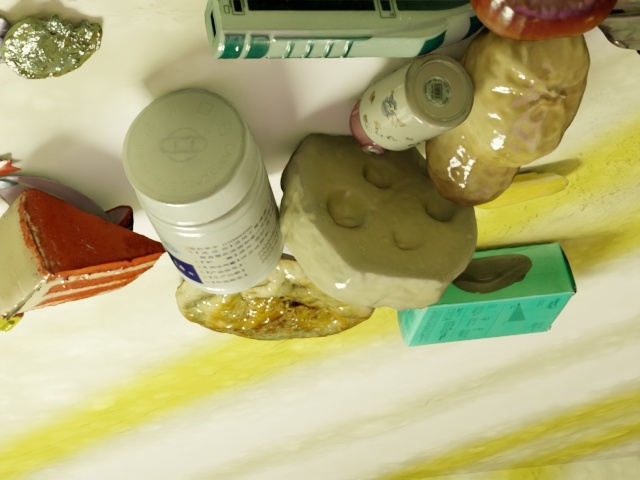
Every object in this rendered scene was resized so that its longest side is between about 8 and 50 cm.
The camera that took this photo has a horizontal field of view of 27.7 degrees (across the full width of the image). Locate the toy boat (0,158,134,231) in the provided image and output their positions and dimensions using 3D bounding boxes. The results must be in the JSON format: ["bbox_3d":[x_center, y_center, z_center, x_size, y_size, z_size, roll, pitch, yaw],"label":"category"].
[{"bbox_3d":[-0.408,-0.045,2.054,0.219,0.072,0.318,-7,144,-2],"label":"toy boat"}]

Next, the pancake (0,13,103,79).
[{"bbox_3d":[-0.348,-0.248,1.676,0.129,0.022,0.116,7,142,-42],"label":"pancake"}]

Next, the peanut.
[{"bbox_3d":[0.264,-0.183,1.873,0.169,0.192,0.387,-16,157,-26],"label":"peanut"}]

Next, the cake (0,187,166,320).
[{"bbox_3d":[-0.397,0.010,2.036,0.158,0.159,0.262,-39,164,34],"label":"cake"}]

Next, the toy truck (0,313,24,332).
[{"bbox_3d":[-0.632,0.091,2.163,0.286,0.111,0.136,10,149,-32],"label":"toy truck"}]

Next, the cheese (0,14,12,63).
[{"bbox_3d":[-0.473,-0.224,1.670,0.191,0.042,0.105,-23,153,2],"label":"cheese"}]

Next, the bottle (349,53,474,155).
[{"bbox_3d":[0.117,-0.185,1.847,0.110,0.110,0.233,1,171,-23],"label":"bottle"}]

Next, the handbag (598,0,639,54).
[{"bbox_3d":[0.464,-0.311,1.781,0.270,0.117,0.182,19,127,-42],"label":"handbag"}]

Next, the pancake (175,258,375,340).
[{"bbox_3d":[-0.083,0.118,2.411,0.387,0.082,0.387,-1,159,0],"label":"pancake"}]

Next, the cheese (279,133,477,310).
[{"bbox_3d":[0.085,-0.039,2.014,0.318,0.326,0.115,-39,168,-41],"label":"cheese"}]

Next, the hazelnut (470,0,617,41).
[{"bbox_3d":[0.286,-0.337,1.617,0.212,0.181,0.181,-18,117,3],"label":"hazelnut"}]

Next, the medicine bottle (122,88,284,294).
[{"bbox_3d":[-0.167,-0.067,1.937,0.190,0.190,0.332,-12,153,2],"label":"medicine bottle"}]

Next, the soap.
[{"bbox_3d":[0.346,-0.089,2.270,0.168,0.033,0.089,-10,156,-3],"label":"soap"}]

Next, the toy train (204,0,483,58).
[{"bbox_3d":[0.057,-0.286,1.704,0.407,0.088,0.086,-3,152,-17],"label":"toy train"}]

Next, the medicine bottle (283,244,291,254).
[{"bbox_3d":[0.000,0.000,2.255,0.203,0.083,0.083,9,147,-38],"label":"medicine bottle"}]

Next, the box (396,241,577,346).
[{"bbox_3d":[0.319,0.108,2.556,0.311,0.118,0.205,-5,156,-10],"label":"box"}]
